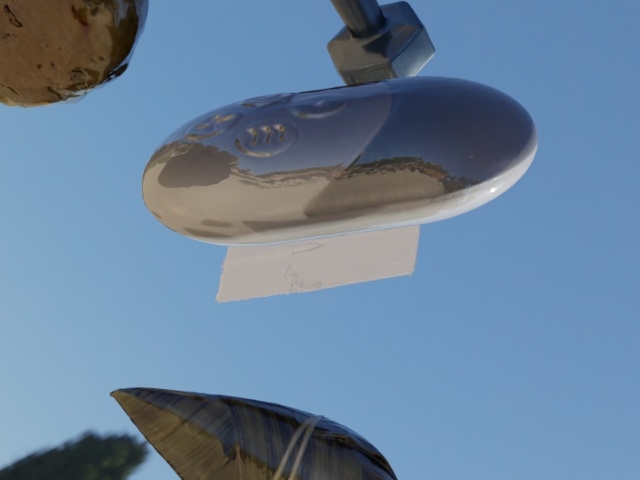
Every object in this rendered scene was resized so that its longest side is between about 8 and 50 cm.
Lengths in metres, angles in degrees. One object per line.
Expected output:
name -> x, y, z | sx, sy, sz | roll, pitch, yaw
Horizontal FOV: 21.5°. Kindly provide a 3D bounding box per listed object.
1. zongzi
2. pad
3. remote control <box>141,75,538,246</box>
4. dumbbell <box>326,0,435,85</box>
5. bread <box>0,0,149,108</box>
zongzi -> -0.056, 0.159, 1.290 | 0.241, 0.111, 0.248 | 33, -4, -8
pad -> 0.000, 0.000, 1.848 | 0.156, 0.232, 0.004 | -80, 154, -46
remote control -> 0.015, -0.068, 1.403 | 0.221, 0.332, 0.103 | -92, 175, -64
dumbbell -> 0.038, -0.354, 2.376 | 0.316, 0.144, 0.156 | 57, 6, -38
bread -> -0.243, -0.215, 1.370 | 0.230, 0.123, 0.230 | 14, -41, 13
